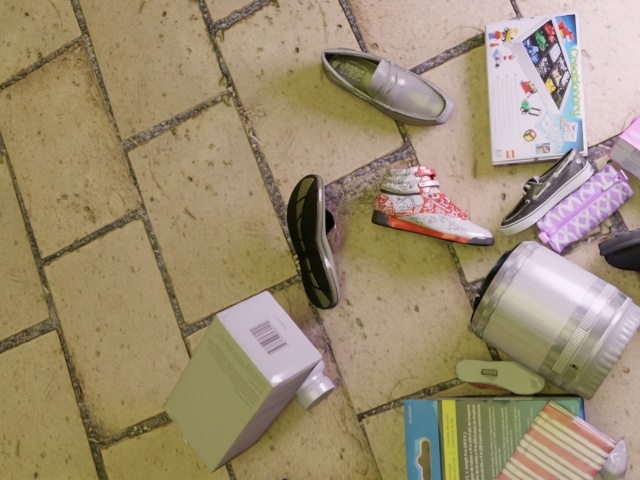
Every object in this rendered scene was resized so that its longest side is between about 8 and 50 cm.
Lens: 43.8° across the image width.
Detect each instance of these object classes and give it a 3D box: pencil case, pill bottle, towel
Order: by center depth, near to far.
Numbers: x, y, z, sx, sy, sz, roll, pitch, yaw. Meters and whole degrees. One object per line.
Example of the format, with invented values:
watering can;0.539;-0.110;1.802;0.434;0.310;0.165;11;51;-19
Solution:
towel;0.436;0.416;1.485;0.144;0.029;0.197;33;98;18
pencil case;0.527;-0.063;1.587;0.206;0.088;0.086;-42;83;12
pill bottle;-0.057;0.275;1.748;0.112;0.112;0.186;-43;73;11

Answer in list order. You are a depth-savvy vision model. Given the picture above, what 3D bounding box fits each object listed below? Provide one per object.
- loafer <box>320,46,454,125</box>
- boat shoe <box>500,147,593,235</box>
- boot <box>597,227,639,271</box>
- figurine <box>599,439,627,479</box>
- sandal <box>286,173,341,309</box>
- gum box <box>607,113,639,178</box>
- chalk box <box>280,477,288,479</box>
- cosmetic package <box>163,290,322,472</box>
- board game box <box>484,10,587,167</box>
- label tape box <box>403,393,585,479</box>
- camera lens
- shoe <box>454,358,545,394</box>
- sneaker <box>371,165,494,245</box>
loafer;0.139;-0.338;1.743;0.319;0.111;0.112;25;93;20
boat shoe;0.443;-0.099;1.612;0.219;0.078;0.070;-42;101;14
boot;0.749;0.168;1.466;0.367;0.146;0.445;-14;84;20
figurine;0.619;0.477;1.496;0.215;0.092;0.209;-6;74;11
sandal;-0.001;0.001;1.775;0.120;0.086;0.302;1;103;51
gum box;0.662;-0.161;1.536;0.188;0.062;0.107;41;61;19
chalk box;-0.024;0.659;1.662;0.289;0.179;0.180;27;93;19
cosmetic package;-0.176;0.303;1.680;0.197;0.155;0.365;49;134;16
board game box;0.448;-0.313;1.660;0.193;0.053;0.305;-3;83;19
label tape box;0.351;0.435;1.585;0.348;0.115;0.249;-5;83;21
camera lens;0.444;0.147;1.523;0.274;0.219;0.219;32;95;20
shoe;0.365;0.275;1.613;0.178;0.081;0.063;6;79;17
sneaker;0.246;-0.078;1.688;0.270;0.090;0.145;14;91;23
